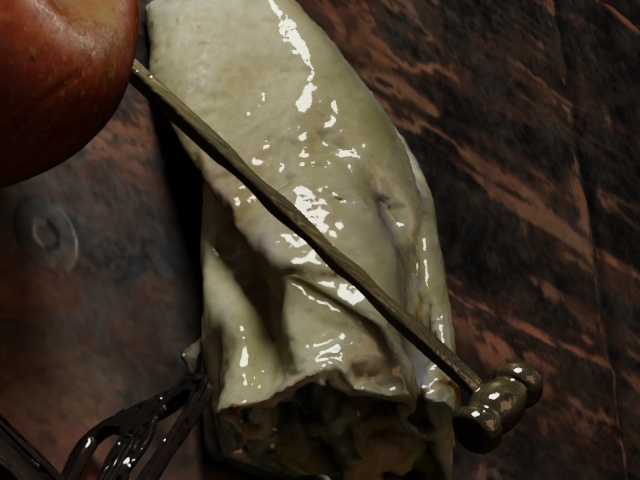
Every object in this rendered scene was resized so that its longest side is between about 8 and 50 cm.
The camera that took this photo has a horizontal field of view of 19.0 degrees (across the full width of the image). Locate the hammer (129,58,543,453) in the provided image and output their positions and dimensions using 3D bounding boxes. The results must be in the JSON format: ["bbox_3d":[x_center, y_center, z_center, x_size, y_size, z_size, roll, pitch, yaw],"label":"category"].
[{"bbox_3d":[0.000,0.000,1.042,0.292,0.029,0.058,43,46,6],"label":"hammer"}]

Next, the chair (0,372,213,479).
[{"bbox_3d":[-0.146,0.120,0.903,0.113,0.106,0.229,49,35,-23],"label":"chair"}]

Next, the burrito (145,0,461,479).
[{"bbox_3d":[-0.001,-0.014,1.161,0.190,0.135,0.332,17,52,-39],"label":"burrito"}]

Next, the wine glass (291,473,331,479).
[{"bbox_3d":[0.033,0.220,1.068,0.183,0.122,0.122,40,40,-25],"label":"wine glass"}]

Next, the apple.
[{"bbox_3d":[-0.193,-0.119,0.956,0.201,0.162,0.201,38,44,-49],"label":"apple"}]
